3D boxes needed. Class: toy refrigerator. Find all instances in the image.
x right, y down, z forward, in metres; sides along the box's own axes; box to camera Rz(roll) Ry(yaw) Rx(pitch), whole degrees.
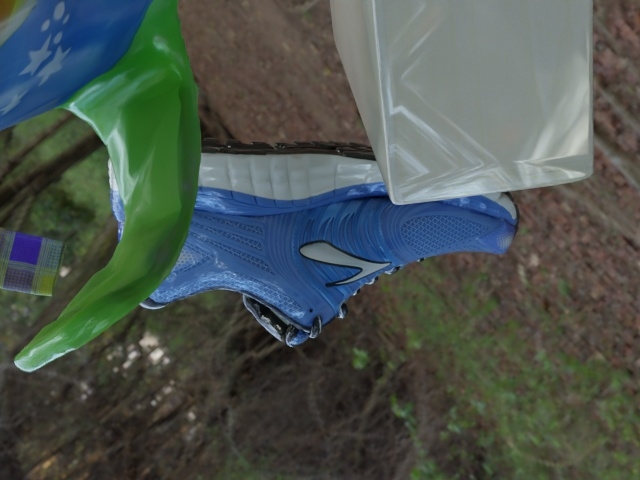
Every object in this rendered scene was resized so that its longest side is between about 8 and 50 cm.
[{"bbox_3d":[0.059,-0.120,0.531,0.269,0.094,0.102,-101,4,-66],"label":"toy refrigerator"}]

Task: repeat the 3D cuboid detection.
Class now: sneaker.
[{"bbox_3d":[0.000,0.000,0.815,0.130,0.330,0.147,-152,65,-65],"label":"sneaker"}]

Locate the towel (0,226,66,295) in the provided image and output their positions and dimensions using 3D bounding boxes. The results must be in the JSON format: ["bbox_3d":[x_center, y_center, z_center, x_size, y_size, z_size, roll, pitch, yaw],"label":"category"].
[{"bbox_3d":[-0.280,0.018,0.976,0.083,0.060,0.009,15,150,-11],"label":"towel"}]

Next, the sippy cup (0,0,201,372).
[{"bbox_3d":[-0.174,-0.099,0.308,0.305,0.224,0.240,20,128,2],"label":"sippy cup"}]
